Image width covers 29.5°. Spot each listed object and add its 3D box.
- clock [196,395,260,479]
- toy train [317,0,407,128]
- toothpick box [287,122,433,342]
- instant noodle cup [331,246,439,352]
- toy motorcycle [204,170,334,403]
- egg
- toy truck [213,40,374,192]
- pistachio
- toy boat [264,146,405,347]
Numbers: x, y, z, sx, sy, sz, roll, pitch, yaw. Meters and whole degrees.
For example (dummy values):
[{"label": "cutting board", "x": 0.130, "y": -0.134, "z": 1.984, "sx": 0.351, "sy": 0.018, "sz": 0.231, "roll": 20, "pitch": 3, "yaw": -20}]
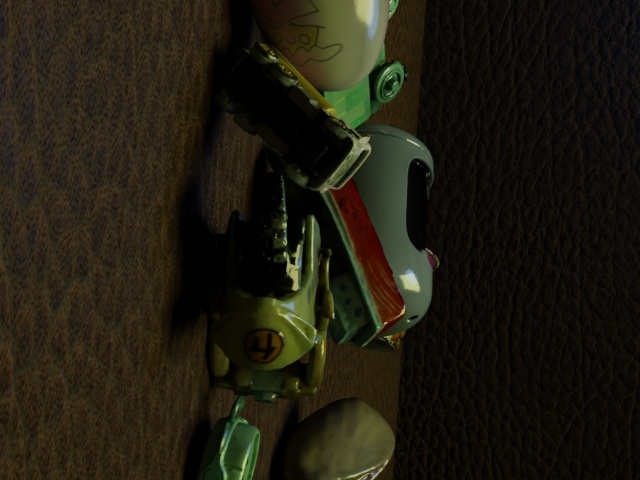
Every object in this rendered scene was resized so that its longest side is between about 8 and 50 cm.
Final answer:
[{"label": "clock", "x": -0.126, "y": 0.309, "z": 1.638, "sx": 0.148, "sy": 0.060, "sz": 0.188, "roll": -65, "pitch": 167, "yaw": -59}, {"label": "toy train", "x": 0.028, "y": -0.294, "z": 1.868, "sx": 0.202, "sy": 0.120, "sz": 0.301, "roll": -37, "pitch": 144, "yaw": -26}, {"label": "toothpick box", "x": 0.059, "y": 0.009, "z": 2.023, "sx": 0.263, "sy": 0.263, "sz": 0.355, "roll": 77, "pitch": 13, "yaw": -60}, {"label": "instant noodle cup", "x": 0.079, "y": 0.092, "z": 2.276, "sx": 0.251, "sy": 0.251, "sz": 0.190, "roll": 65, "pitch": 41, "yaw": -71}, {"label": "toy motorcycle", "x": -0.064, "y": 0.079, "z": 1.587, "sx": 0.410, "sy": 0.168, "sz": 0.237, "roll": 90, "pitch": 5, "yaw": -71}, {"label": "egg", "x": -0.005, "y": -0.333, "z": 1.618, "sx": 0.196, "sy": 0.196, "sz": 0.271, "roll": -54, "pitch": 145, "yaw": -71}, {"label": "toy truck", "x": -0.035, "y": -0.161, "z": 1.543, "sx": 0.098, "sy": 0.227, "sz": 0.114, "roll": -50, "pitch": 158, "yaw": 16}, {"label": "pistachio", "x": 0.030, "y": 0.402, "z": 2.236, "sx": 0.288, "sy": 0.197, "sz": 0.166, "roll": -50, "pitch": 142, "yaw": -53}, {"label": "toy boat", "x": 0.000, "y": 0.000, "z": 1.813, "sx": 0.145, "sy": 0.133, "sz": 0.332, "roll": 122, "pitch": -52, "yaw": -69}]
